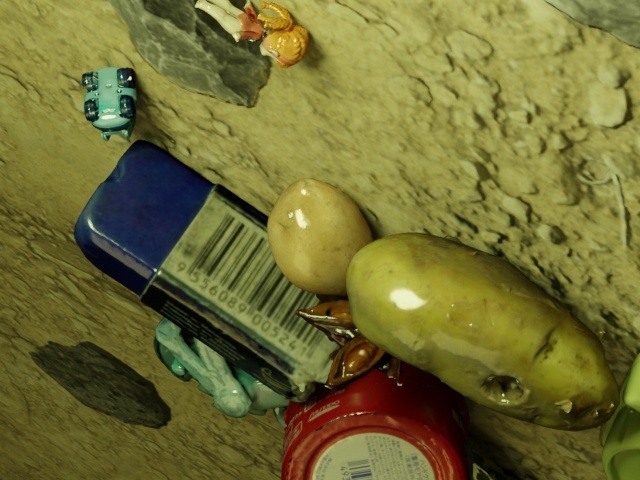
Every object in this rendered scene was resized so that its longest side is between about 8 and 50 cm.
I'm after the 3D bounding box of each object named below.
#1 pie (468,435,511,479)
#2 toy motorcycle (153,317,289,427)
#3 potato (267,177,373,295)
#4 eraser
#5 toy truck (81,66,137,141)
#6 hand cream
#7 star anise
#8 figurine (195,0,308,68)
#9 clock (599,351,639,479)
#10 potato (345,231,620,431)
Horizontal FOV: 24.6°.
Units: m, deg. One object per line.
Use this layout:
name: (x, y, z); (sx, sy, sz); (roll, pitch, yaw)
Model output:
pie: (0.164, 0.349, 1.972); (0.296, 0.078, 0.371); (33, 152, -4)
toy motorcycle: (-0.074, 0.138, 1.815); (0.260, 0.154, 0.206); (28, 130, -6)
potato: (0.002, 0.001, 1.536); (0.112, 0.112, 0.147); (4, 149, 42)
eraser: (-0.112, 0.037, 1.656); (0.332, 0.155, 0.101); (34, 154, -2)
toy truck: (-0.220, -0.141, 1.574); (0.056, 0.073, 0.090); (-5, 157, 2)
hand cream: (0.064, 0.247, 1.721); (0.230, 0.149, 0.230); (2, 118, 5)
star anise: (0.048, 0.091, 1.562); (0.157, 0.212, 0.053); (30, 127, 19)
figurine: (-0.061, -0.196, 1.328); (0.109, 0.064, 0.047); (28, 133, -11)
clock: (0.398, 0.234, 1.516); (0.235, 0.096, 0.308); (27, 154, 9)
potato: (0.163, 0.088, 1.447); (0.296, 0.141, 0.191); (32, -179, 7)
